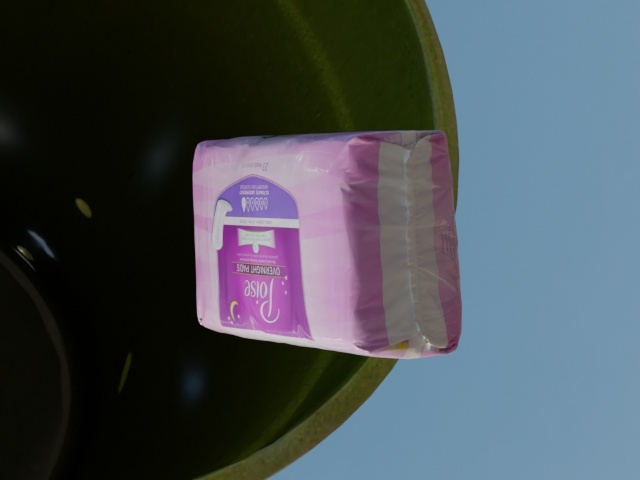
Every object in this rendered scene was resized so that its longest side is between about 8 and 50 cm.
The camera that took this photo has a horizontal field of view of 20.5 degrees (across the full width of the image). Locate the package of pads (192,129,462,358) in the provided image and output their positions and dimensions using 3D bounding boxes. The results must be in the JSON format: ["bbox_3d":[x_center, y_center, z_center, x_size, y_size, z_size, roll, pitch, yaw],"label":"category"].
[{"bbox_3d":[0.000,0.000,0.413,0.032,0.083,0.050,-3,-87,-29],"label":"package of pads"}]

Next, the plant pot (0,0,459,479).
[{"bbox_3d":[-0.175,0.006,0.803,0.366,0.353,0.367,10,-119,-18],"label":"plant pot"}]
